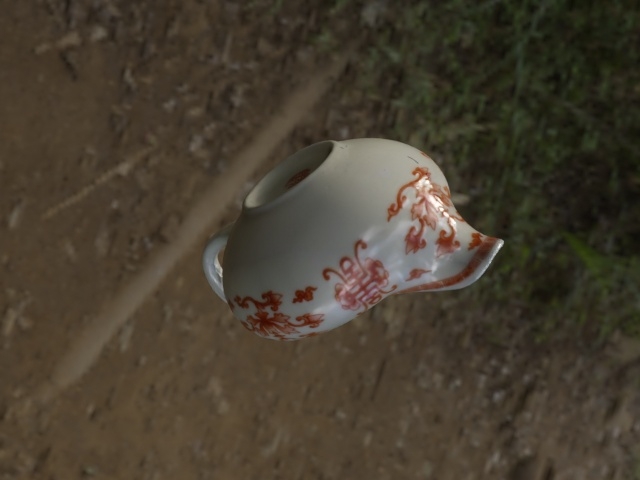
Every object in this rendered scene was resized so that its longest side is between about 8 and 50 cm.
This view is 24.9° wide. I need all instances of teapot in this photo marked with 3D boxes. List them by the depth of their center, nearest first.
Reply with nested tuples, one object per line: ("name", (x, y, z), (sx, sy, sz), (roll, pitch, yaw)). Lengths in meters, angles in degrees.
("teapot", (0.000, 0.000, 0.945), (0.116, 0.245, 0.159), (41, 61, -22))
